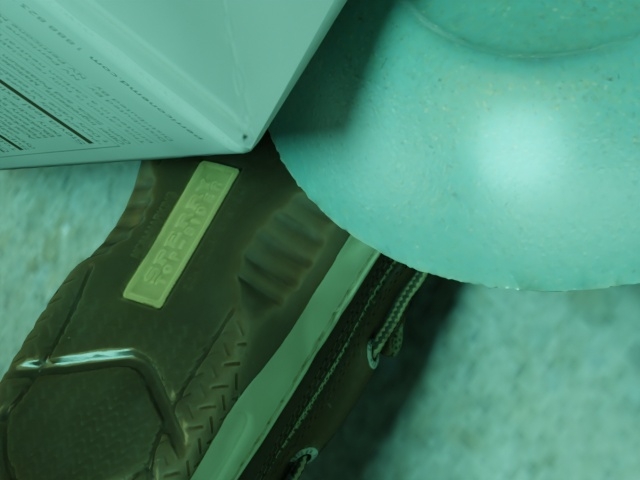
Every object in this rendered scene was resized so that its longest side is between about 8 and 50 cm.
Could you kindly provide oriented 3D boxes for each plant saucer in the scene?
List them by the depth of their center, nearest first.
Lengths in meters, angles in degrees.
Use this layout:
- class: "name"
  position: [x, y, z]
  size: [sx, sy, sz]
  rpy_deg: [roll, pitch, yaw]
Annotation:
- class: "plant saucer"
  position: [0.069, -0.078, 0.456]
  size: [0.195, 0.037, 0.195]
  rpy_deg: [-10, 54, 15]

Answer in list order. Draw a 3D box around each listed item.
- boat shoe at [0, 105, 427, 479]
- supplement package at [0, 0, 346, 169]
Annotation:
- class: "boat shoe"
  position: [-0.006, -0.003, 0.517]
  size: [0.095, 0.095, 0.257]
  rpy_deg: [24, 68, 31]
- class: "supplement package"
  position: [-0.104, -0.139, 0.520]
  size: [0.177, 0.175, 0.293]
  rpy_deg: [-59, 25, -14]
